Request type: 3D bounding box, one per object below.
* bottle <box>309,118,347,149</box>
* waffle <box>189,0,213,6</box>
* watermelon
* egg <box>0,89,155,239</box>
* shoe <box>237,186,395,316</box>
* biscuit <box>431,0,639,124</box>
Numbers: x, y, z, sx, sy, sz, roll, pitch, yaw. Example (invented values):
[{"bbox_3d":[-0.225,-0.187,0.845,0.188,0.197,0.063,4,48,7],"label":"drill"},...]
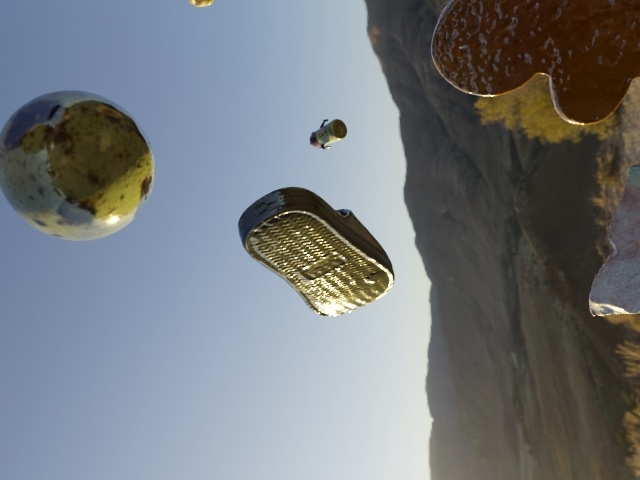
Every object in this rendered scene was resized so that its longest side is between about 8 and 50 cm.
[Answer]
[{"bbox_3d":[0.012,-0.235,1.104,0.047,0.101,0.063,31,-115,-30],"label":"bottle"},{"bbox_3d":[-0.187,-0.343,0.508,0.056,0.253,0.249,-55,-44,-1],"label":"waffle"},{"bbox_3d":[0.360,-0.008,0.478,0.207,0.202,0.136,1,-104,-54],"label":"watermelon"},{"bbox_3d":[-0.590,-0.167,1.201,0.428,0.344,0.345,-44,34,51],"label":"egg"},{"bbox_3d":[0.000,0.000,0.529,0.241,0.108,0.093,43,-157,-52],"label":"shoe"},{"bbox_3d":[0.353,-0.283,0.593,0.064,0.431,0.283,-70,-33,-49],"label":"biscuit"}]
